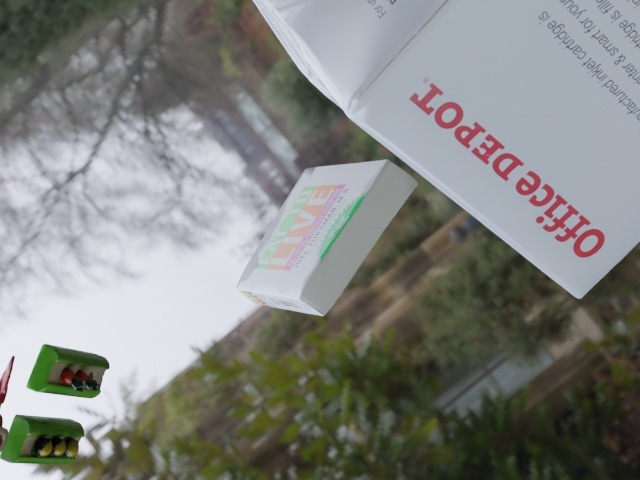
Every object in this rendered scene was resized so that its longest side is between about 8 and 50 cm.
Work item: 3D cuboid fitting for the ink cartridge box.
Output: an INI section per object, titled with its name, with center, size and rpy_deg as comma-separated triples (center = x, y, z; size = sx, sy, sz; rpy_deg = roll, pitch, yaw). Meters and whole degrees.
[ink cartridge box]
center = 0.078, -0.100, 0.422
size = 0.128, 0.176, 0.127
rpy_deg = 36, -167, -41

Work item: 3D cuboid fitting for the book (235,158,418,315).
[book]
center = 0.000, 0.000, 0.837
size = 0.035, 0.096, 0.144
rpy_deg = 37, 169, -15

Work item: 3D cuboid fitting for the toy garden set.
[toy garden set]
center = -0.269, 0.215, 1.217
size = 0.049, 0.244, 0.204
rpy_deg = 19, 177, 19
